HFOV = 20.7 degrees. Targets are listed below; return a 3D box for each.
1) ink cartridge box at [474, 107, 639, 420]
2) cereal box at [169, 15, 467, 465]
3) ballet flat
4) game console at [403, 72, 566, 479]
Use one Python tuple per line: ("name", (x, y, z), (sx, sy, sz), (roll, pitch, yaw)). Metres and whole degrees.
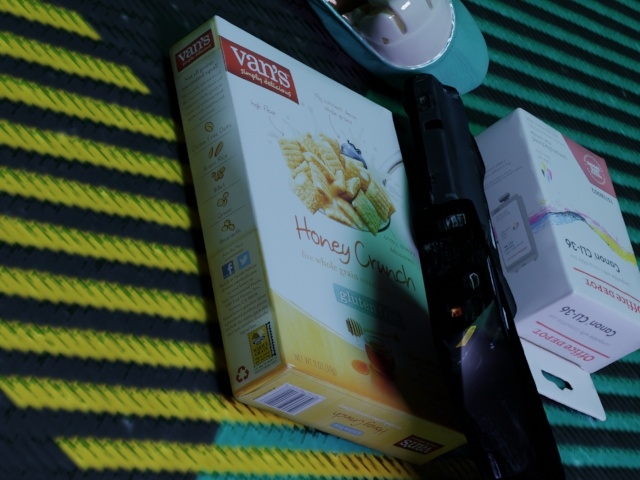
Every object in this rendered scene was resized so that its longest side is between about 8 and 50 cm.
("ink cartridge box", (0.171, 0.018, 1.242), (0.115, 0.067, 0.198), (24, 44, -44))
("cereal box", (0.000, 0.000, 1.027), (0.173, 0.047, 0.240), (24, 44, -46))
("ballet flat", (0.026, -0.179, 1.187), (0.247, 0.083, 0.087), (43, 0, -17))
("game console", (0.098, 0.032, 1.094), (0.361, 0.044, 0.213), (-94, 165, -54))
